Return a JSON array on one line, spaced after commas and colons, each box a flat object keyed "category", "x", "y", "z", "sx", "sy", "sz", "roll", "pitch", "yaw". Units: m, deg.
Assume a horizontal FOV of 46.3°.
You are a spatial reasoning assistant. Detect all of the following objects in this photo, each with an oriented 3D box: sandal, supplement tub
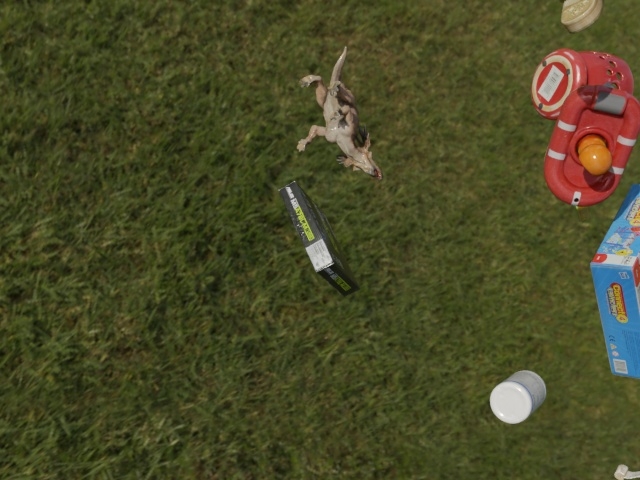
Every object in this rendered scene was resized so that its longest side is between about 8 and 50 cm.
[{"category": "sandal", "x": 0.408, "y": -0.426, "z": 1.213, "sx": 0.079, "sy": 0.088, "sz": 0.240, "roll": 46, "pitch": 37, "yaw": -23}, {"category": "supplement tub", "x": 0.335, "y": 0.264, "z": 1.266, "sx": 0.107, "sy": 0.071, "sz": 0.071, "roll": -5, "pitch": 68, "yaw": -60}]

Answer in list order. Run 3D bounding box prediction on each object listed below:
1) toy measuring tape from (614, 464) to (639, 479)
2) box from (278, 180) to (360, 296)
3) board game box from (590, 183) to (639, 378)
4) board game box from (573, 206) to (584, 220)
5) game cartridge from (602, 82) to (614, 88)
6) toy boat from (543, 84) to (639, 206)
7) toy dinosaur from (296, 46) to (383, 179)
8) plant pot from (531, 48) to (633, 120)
[{"category": "toy measuring tape", "x": 0.766, "y": 0.431, "z": 1.558, "sx": 0.121, "sy": 0.330, "sz": 0.121, "roll": 26, "pitch": 55, "yaw": -44}, {"category": "box", "x": 0.000, "y": 0.000, "z": 1.449, "sx": 0.191, "sy": 0.045, "sz": 0.184, "roll": 65, "pitch": 11, "yaw": 26}, {"category": "board game box", "x": 0.699, "y": 0.086, "z": 1.629, "sx": 0.302, "sy": 0.086, "sz": 0.308, "roll": -48, "pitch": 128, "yaw": -37}, {"category": "board game box", "x": 0.676, "y": -0.125, "z": 1.984, "sx": 0.259, "sy": 0.039, "sz": 0.124, "roll": 20, "pitch": 52, "yaw": -71}, {"category": "game cartridge", "x": 0.623, "y": -0.296, "z": 1.575, "sx": 0.056, "sy": 0.017, "sz": 0.083, "roll": 42, "pitch": 24, "yaw": -38}, {"category": "toy boat", "x": 0.510, "y": -0.166, "z": 1.405, "sx": 0.151, "sy": 0.231, "sz": 0.151, "roll": 14, "pitch": 31, "yaw": 8}, {"category": "toy dinosaur", "x": 0.054, "y": -0.288, "z": 1.756, "sx": 0.200, "sy": 0.127, "sz": 0.296, "roll": 10, "pitch": 76, "yaw": -52}, {"category": "plant pot", "x": 0.621, "y": -0.363, "z": 1.801, "sx": 0.174, "sy": 0.191, "sz": 0.191, "roll": 2, "pitch": 66, "yaw": -29}]
